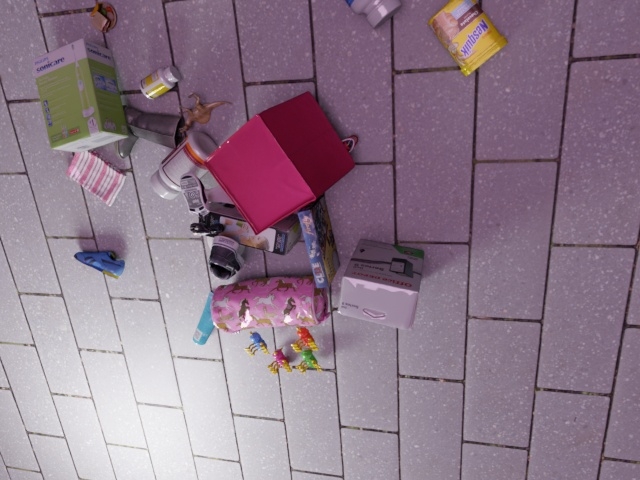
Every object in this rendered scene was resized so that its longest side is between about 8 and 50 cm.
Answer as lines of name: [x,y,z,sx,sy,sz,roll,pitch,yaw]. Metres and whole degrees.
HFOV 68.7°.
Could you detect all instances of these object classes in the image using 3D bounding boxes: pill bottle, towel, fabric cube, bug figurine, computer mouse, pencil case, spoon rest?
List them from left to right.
towel: [-0.780,-0.226,1.624,0.197,0.029,0.144,37,116,-1]
pill bottle: [-0.487,-0.484,1.427,0.116,0.065,0.065,-21,104,21]
pill bottle: [-0.429,-0.232,1.478,0.221,0.121,0.121,-36,98,24]
computer mouse: [-0.354,-0.109,1.377,0.106,0.042,0.193,-6,108,20]
spoon rest: [-0.274,-0.159,1.445,0.276,0.084,0.137,-6,123,-10]
pencil case: [-0.166,0.213,1.563,0.386,0.160,0.167,-9,138,17]
fabric cube: [-0.105,-0.213,1.296,0.254,0.258,0.259,-27,102,37]
bug figurine: [-0.114,0.381,1.640,0.279,0.072,0.216,-10,125,24]
pill bottle: [0.103,-0.654,1.174,0.124,0.124,0.221,-33,99,23]

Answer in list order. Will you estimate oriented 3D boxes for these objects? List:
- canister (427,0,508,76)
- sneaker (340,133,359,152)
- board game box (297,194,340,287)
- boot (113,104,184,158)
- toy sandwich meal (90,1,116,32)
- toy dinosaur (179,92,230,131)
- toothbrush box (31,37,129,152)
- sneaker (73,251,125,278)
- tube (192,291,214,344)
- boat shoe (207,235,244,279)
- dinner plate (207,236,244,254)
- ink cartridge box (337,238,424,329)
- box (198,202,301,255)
canister: [0.369,-0.524,1.184,0.126,0.073,0.170,-37,96,24]
sneaker: [0.062,-0.262,1.368,0.042,0.067,0.118,44,114,-5]
board game box: [0.000,0.000,1.432,0.042,0.165,0.243,-8,108,18]
boot: [-0.549,-0.329,1.508,0.208,0.076,0.190,17,115,1]
toy sandwich meal: [-0.660,-0.677,1.417,0.085,0.029,0.086,5,112,13]
toy dinosaur: [-0.370,-0.408,1.444,0.183,0.053,0.093,-29,119,13]
toothbrush box: [-0.737,-0.437,1.444,0.206,0.122,0.283,-12,92,19]
sneaker: [-0.814,0.072,1.738,0.209,0.069,0.082,20,82,16]
tube: [-0.409,0.289,1.718,0.080,0.052,0.207,27,110,-2]
boat shoe: [-0.305,0.077,1.483,0.108,0.301,0.102,19,72,-5]
dinner plate: [-0.326,0.004,1.601,0.141,0.017,0.141,4,110,12]
ink cartridge box: [0.184,0.116,1.359,0.211,0.289,0.122,11,113,10]
box: [-0.214,-0.049,1.470,0.289,0.169,0.087,15,111,10]
